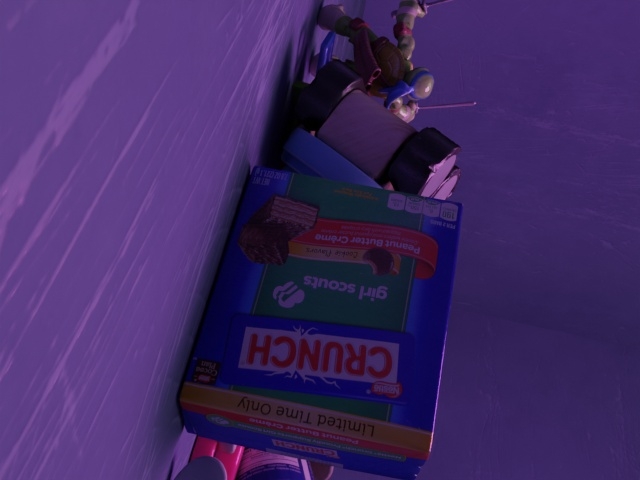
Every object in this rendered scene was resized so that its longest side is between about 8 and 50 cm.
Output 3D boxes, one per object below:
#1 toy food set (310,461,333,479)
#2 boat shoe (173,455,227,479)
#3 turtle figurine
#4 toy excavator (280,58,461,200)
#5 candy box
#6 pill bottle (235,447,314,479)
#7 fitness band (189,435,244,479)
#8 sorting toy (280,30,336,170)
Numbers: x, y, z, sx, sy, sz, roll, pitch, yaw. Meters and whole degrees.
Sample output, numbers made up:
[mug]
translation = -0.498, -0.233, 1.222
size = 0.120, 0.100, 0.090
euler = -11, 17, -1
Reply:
[toy food set]
translation = -0.039, 0.310, 1.510
size = 0.220, 0.092, 0.306
euler = -115, -155, -49
[boat shoe]
translation = -0.153, 0.332, 0.858
size = 0.083, 0.065, 0.183
euler = 104, 5, -73
[turtle figurine]
translation = 0.130, -0.316, 1.338
size = 0.274, 0.266, 0.198
euler = -45, 143, -20
[toy excavator]
translation = 0.000, 0.000, 1.208
size = 0.445, 0.222, 0.433
euler = -51, 166, 2
[candy box]
translation = 0.010, 0.087, 0.893
size = 0.122, 0.268, 0.317
euler = 92, 10, -59
[pill bottle]
translation = -0.081, 0.413, 1.241
size = 0.265, 0.153, 0.153
euler = -112, -151, -59
[fitness band]
translation = -0.142, 0.313, 1.092
size = 0.291, 0.054, 0.209
euler = -70, 172, -67
[sorting toy]
translation = -0.032, -0.182, 1.278
size = 0.348, 0.047, 0.196
euler = 99, 8, -51
